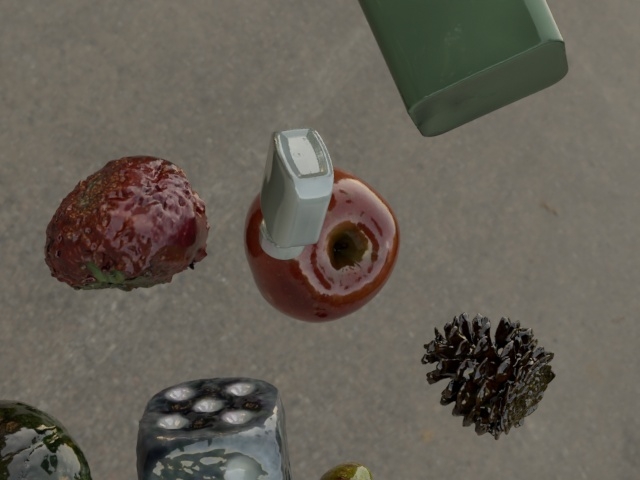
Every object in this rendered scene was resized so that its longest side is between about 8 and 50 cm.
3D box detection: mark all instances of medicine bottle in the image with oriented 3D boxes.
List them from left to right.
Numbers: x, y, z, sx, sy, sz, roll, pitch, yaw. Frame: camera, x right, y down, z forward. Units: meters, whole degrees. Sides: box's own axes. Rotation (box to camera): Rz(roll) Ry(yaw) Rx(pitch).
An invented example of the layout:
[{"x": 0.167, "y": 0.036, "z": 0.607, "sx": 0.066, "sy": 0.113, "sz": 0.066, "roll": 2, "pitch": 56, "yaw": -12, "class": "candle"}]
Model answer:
[{"x": -0.037, "y": -0.053, "z": 1.316, "sx": 0.069, "sy": 0.183, "sz": 0.119, "roll": -9, "pitch": 55, "yaw": -20, "class": "medicine bottle"}]

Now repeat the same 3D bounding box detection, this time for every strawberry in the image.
[{"x": -0.313, "y": -0.029, "z": 1.676, "sx": 0.274, "sy": 0.274, "sz": 0.221, "roll": 4, "pitch": 79, "yaw": -41, "class": "strawberry"}]

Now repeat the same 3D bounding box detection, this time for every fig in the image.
[{"x": 0.013, "y": 0.444, "z": 1.773, "sx": 0.093, "sy": 0.166, "sz": 0.093, "roll": -17, "pitch": 90, "yaw": -82, "class": "fig"}]

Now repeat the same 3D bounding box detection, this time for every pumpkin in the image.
[{"x": -0.350, "y": 0.281, "z": 1.063, "sx": 0.159, "sy": 0.238, "sz": 0.238, "roll": 3, "pitch": 55, "yaw": -61, "class": "pumpkin"}]

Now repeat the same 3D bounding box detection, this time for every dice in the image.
[{"x": -0.129, "y": 0.285, "z": 1.271, "sx": 0.183, "sy": 0.182, "sz": 0.181, "roll": -5, "pitch": 18, "yaw": 1, "class": "dice"}]

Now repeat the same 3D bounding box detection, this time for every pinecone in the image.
[{"x": 0.216, "y": 0.170, "z": 1.368, "sx": 0.165, "sy": 0.163, "sz": 0.163, "roll": 30, "pitch": 30, "yaw": 29, "class": "pinecone"}]

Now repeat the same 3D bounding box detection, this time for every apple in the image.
[{"x": 0.000, "y": 0.000, "z": 1.672, "sx": 0.260, "sy": 0.260, "sz": 0.216, "roll": 22, "pitch": 3, "yaw": -29, "class": "apple"}]

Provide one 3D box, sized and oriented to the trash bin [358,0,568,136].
[{"x": 0.148, "y": -0.331, "z": 1.277, "sx": 0.158, "sy": 0.222, "sz": 0.344, "roll": 40, "pitch": 29, "yaw": -67, "class": "trash bin"}]
